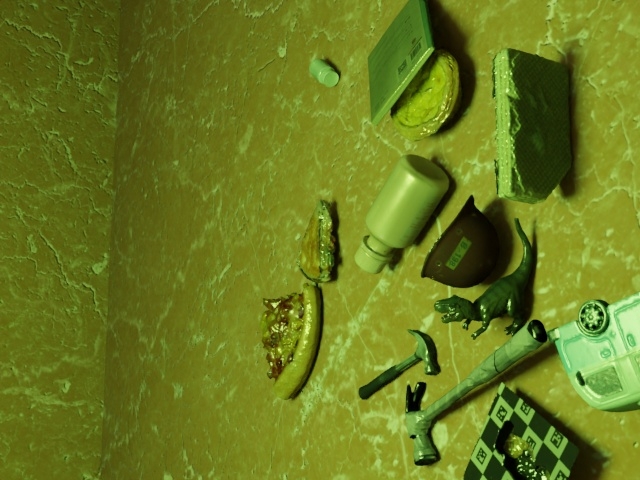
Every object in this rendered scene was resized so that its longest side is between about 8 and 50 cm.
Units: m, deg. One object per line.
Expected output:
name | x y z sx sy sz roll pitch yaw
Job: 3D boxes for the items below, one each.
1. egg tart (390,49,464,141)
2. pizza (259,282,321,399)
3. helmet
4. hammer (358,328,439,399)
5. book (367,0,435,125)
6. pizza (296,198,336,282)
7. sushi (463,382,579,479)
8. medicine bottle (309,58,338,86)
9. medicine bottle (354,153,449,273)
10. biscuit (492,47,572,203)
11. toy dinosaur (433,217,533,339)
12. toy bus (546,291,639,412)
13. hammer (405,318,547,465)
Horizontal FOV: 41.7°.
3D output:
egg tart | 0.221 -0.286 1.678 0.191 0.074 0.191 -22 62 52
pizza | -0.089 0.221 2.017 0.229 0.081 0.289 28 106 55
helmet | 0.267 0.016 1.503 0.106 0.155 0.175 30 93 15
hammer | 0.147 0.261 1.704 0.246 0.029 0.103 -42 49 45
book | 0.163 -0.387 1.745 0.215 0.025 0.282 -51 22 36
pizza | 0.000 0.000 1.965 0.185 0.052 0.195 29 111 62
sushi | 0.338 0.367 1.368 0.215 0.050 0.192 42 117 61
medicine bottle | 0.009 -0.408 2.051 0.083 0.047 0.047 52 125 48
medicine bottle | 0.152 -0.045 1.688 0.252 0.114 0.114 -60 39 28
biscuit | 0.352 -0.184 1.387 0.052 0.150 0.252 -14 71 56
toy dinosaur | 0.290 0.076 1.419 0.087 0.187 0.179 41 143 50
toy bus | 0.466 0.144 1.157 0.271 0.133 0.165 -36 58 45
hammer | 0.264 0.259 1.469 0.427 0.044 0.152 -50 41 49
